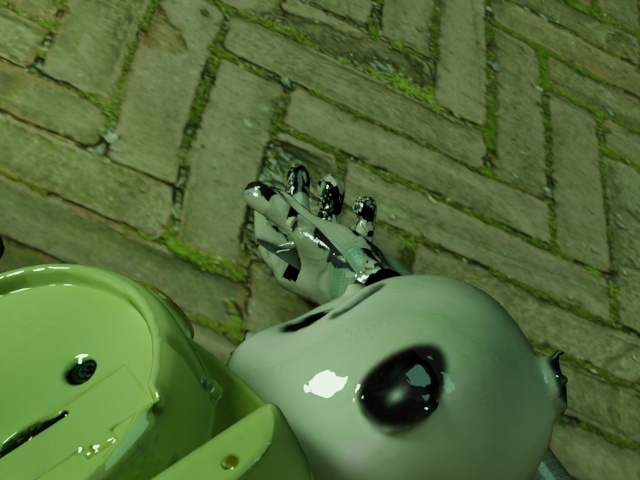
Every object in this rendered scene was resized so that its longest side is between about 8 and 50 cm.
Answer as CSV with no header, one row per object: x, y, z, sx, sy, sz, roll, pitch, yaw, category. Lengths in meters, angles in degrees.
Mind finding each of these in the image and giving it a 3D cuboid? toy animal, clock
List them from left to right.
-0.190,0.139,1.081,0.286,0.117,0.348,-33,43,-11,clock
0.037,0.166,1.210,0.251,0.310,0.251,21,38,-18,toy animal

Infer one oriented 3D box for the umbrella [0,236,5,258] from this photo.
-0.345,0.055,1.204,0.094,0.090,0.326,42,36,2,umbrella

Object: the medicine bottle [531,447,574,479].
0.182,0.199,1.509,0.058,0.057,0.199,-11,57,-46,medicine bottle

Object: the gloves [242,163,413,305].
0.000,0.008,1.541,0.128,0.111,0.212,-5,24,-37,gloves
